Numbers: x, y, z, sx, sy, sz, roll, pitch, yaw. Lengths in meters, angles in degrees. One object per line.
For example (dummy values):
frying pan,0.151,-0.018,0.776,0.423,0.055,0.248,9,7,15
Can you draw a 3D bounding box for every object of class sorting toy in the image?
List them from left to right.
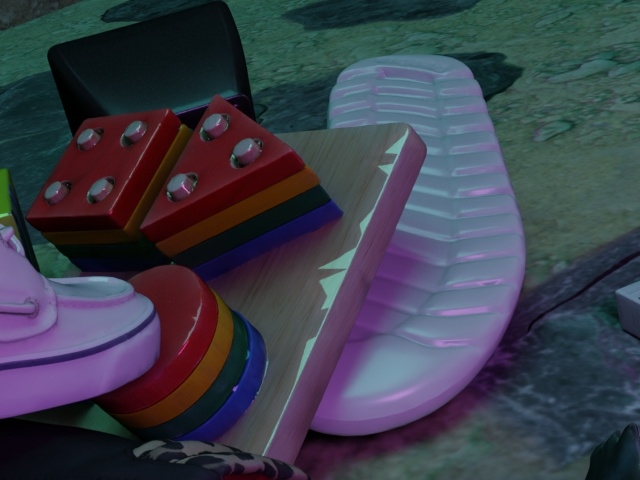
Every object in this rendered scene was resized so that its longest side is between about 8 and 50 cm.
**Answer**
sorting toy,-0.099,0.018,0.693,0.255,0.089,0.257,-1,53,40

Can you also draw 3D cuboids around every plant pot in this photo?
plant pot,-0.141,-0.100,1.091,0.188,0.187,0.167,-18,33,-11

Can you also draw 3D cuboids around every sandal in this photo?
sandal,0.065,-0.002,0.808,0.169,0.102,0.416,1,38,12

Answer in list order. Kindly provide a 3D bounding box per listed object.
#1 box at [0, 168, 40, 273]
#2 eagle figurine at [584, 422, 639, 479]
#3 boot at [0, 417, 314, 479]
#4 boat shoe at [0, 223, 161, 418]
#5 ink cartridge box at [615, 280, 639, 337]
box,-0.272,0.011,0.967,0.042,0.109,0.178,-16,21,-11
eagle figurine,0.115,0.145,0.285,0.226,0.225,0.298,33,25,28
boot,-0.188,0.138,0.452,0.284,0.138,0.377,3,-3,29
boat shoe,-0.156,0.027,0.474,0.095,0.084,0.258,8,7,27
ink cartridge box,0.225,0.047,0.682,0.048,0.028,0.083,-20,23,-16
